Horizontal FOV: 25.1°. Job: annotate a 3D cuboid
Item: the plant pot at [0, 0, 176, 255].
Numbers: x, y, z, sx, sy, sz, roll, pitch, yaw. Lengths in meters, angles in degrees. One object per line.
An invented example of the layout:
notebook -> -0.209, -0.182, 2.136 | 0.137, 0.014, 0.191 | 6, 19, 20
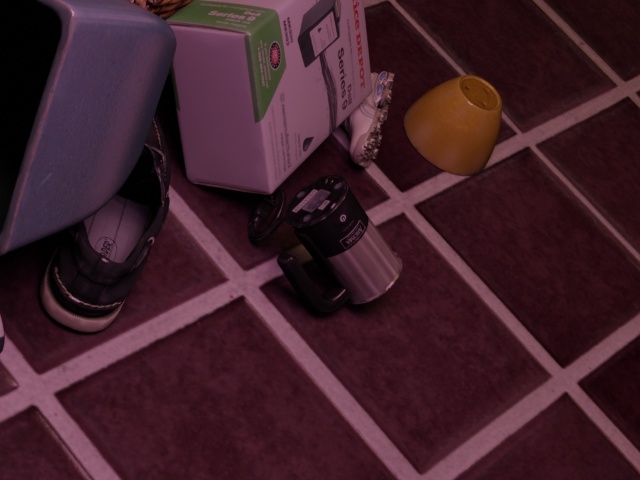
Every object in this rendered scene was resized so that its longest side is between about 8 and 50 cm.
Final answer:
plant pot -> -0.285, -0.164, 1.422 | 0.247, 0.247, 0.252 | 30, 22, 23

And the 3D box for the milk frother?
milk frother -> 0.000, 0.000, 1.686 | 0.135, 0.129, 0.143 | 55, -2, -31

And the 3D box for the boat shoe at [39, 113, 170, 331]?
boat shoe -> -0.221, -0.059, 1.573 | 0.127, 0.113, 0.340 | 26, 42, -10

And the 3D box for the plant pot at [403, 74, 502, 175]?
plant pot -> 0.195, -0.170, 1.963 | 0.134, 0.095, 0.134 | 19, 44, -19

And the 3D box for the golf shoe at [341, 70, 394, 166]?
golf shoe -> 0.044, -0.162, 1.896 | 0.086, 0.069, 0.176 | 11, 40, 3

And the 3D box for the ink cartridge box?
ink cartridge box -> -0.054, -0.219, 1.741 | 0.121, 0.211, 0.289 | 10, 35, 25

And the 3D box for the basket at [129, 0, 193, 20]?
basket -> -0.268, -0.311, 1.690 | 0.223, 0.213, 0.299 | 43, 30, 0

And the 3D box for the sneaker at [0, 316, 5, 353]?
sneaker -> -0.390, 0.023, 1.422 | 0.091, 0.094, 0.258 | 26, 30, -55
